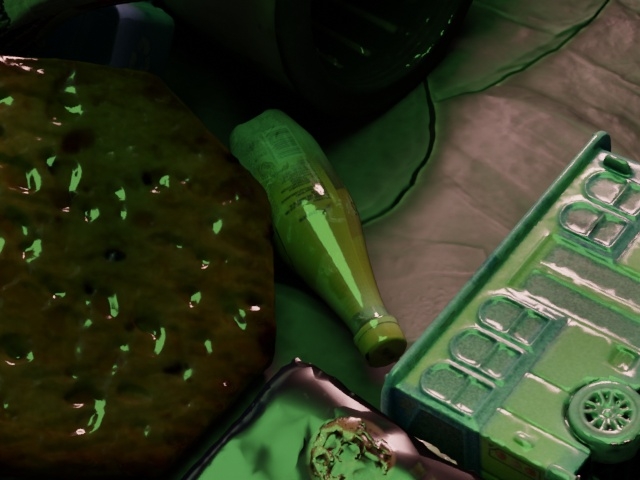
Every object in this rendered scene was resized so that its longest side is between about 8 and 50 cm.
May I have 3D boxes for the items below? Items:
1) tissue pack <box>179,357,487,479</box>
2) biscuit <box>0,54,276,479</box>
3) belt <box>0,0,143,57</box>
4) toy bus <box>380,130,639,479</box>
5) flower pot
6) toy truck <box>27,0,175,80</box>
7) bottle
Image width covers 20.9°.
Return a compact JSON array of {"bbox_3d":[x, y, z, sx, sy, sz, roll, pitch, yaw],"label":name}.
[{"bbox_3d":[-0.024,0.265,1.154,0.245,0.123,0.332,34,70,23],"label":"tissue pack"},{"bbox_3d":[-0.193,0.021,1.365,0.359,0.046,0.359,7,71,-22],"label":"biscuit"},{"bbox_3d":[-0.218,-0.210,1.431,0.359,0.094,0.126,-20,83,14],"label":"belt"},{"bbox_3d":[0.201,0.082,1.311,0.190,0.152,0.312,27,57,27],"label":"toy bus"},{"bbox_3d":[-0.050,-0.301,1.611,0.330,0.293,0.293,26,56,34],"label":"flower pot"},{"bbox_3d":[-0.297,-0.228,1.577,0.367,0.146,0.175,43,104,13],"label":"toy truck"},{"bbox_3d":[0.000,0.000,1.458,0.083,0.083,0.270,-21,53,-12],"label":"bottle"}]
